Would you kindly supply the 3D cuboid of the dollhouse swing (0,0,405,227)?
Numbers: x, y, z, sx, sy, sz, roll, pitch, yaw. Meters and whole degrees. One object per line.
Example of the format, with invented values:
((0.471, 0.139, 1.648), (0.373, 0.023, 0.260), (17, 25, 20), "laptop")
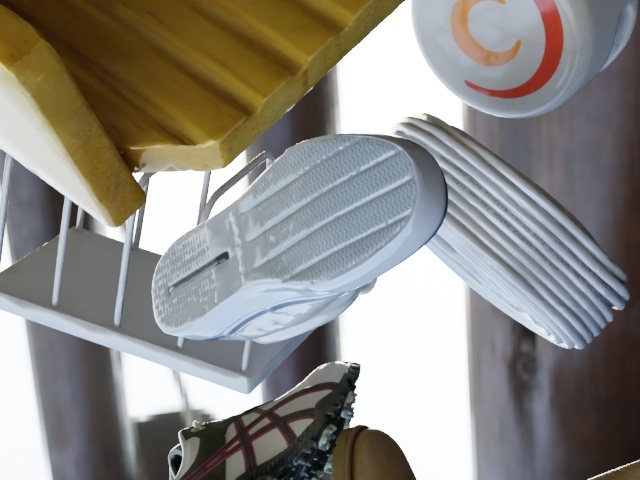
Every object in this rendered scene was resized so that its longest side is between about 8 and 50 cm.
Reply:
((-0.116, -0.271, 0.996), (0.315, 0.305, 0.347), (35, -113, 28), "dollhouse swing")

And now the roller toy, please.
((0.194, -0.225, 1.736), (0.209, 0.191, 0.146), (-8, -160, 39), "roller toy")

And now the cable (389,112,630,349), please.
((0.152, -0.009, 1.597), (0.089, 0.257, 0.257), (-49, -127, -2), "cable")

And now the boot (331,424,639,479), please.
((0.155, 0.212, 1.387), (0.269, 0.089, 0.236), (-22, -122, 18), "boot")

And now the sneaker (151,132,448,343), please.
((0.000, 0.000, 1.106), (0.091, 0.094, 0.258), (5, 162, -37), "sneaker")

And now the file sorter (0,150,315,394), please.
((-0.143, -0.006, 1.710), (0.277, 0.173, 0.193), (18, -157, 15), "file sorter")

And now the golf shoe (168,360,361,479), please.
((-0.054, 0.170, 1.500), (0.120, 0.105, 0.273), (26, -141, 15), "golf shoe")
